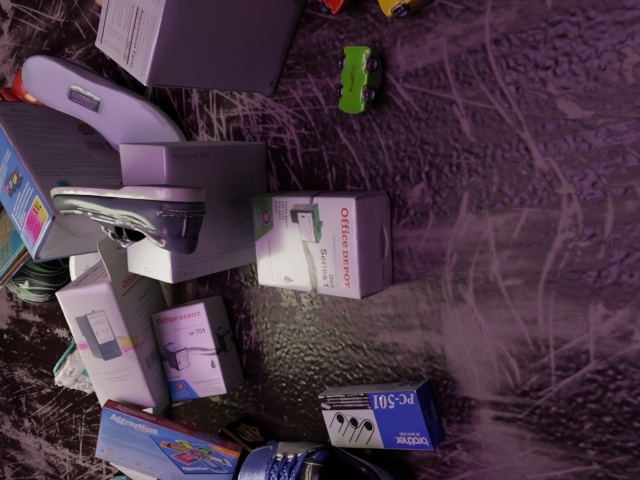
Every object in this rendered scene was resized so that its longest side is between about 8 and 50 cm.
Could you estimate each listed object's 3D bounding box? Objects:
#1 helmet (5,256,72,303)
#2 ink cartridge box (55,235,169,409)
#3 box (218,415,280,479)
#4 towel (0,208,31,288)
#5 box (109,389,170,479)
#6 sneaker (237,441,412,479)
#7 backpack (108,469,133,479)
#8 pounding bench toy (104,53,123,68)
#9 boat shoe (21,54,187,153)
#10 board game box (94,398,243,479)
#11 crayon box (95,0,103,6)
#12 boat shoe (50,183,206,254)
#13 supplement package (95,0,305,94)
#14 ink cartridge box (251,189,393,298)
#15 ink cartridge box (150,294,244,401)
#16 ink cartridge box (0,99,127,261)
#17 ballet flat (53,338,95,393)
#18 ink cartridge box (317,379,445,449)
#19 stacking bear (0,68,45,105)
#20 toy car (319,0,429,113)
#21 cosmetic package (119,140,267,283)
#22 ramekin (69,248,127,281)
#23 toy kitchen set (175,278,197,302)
[{"bbox_3d":[-0.792,0.095,1.495,0.169,0.162,0.169,9,105,38],"label":"helmet"},{"bbox_3d":[-0.415,0.153,1.117,0.119,0.207,0.353,-12,105,6],"label":"ink cartridge box"},{"bbox_3d":[-0.115,0.565,1.102,0.257,0.079,0.321,24,114,35],"label":"box"},{"bbox_3d":[-0.852,0.001,1.459,0.271,0.040,0.370,-49,40,2],"label":"towel"},{"bbox_3d":[-0.476,0.470,1.390,0.232,0.058,0.321,10,107,37],"label":"box"},{"bbox_3d":[-0.013,0.386,0.882,0.316,0.182,0.127,-2,57,28],"label":"sneaker"},{"bbox_3d":[-0.545,0.771,1.313,0.273,0.356,0.290,-24,83,39],"label":"backpack"},{"bbox_3d":[-0.433,-0.423,1.166,0.065,0.052,0.083,-47,70,35],"label":"pounding bench toy"},{"bbox_3d":[-0.430,-0.280,1.148,0.367,0.156,0.135,27,114,0],"label":"boat shoe"},{"bbox_3d":[-0.305,0.420,1.067,0.281,0.027,0.145,19,116,1],"label":"board game box"},{"bbox_3d":[-0.315,-0.567,1.021,0.203,0.083,0.322,42,123,25],"label":"crayon box"},{"bbox_3d":[-0.300,-0.035,0.806,0.320,0.116,0.099,4,98,33],"label":"boat shoe"},{"bbox_3d":[-0.177,-0.357,0.835,0.145,0.262,0.204,39,121,26],"label":"supplement package"},{"bbox_3d":[0.000,0.000,0.877,0.219,0.093,0.160,3,102,39],"label":"ink cartridge box"},{"bbox_3d":[-0.257,0.225,1.120,0.140,0.082,0.190,-15,91,20],"label":"ink cartridge box"},{"bbox_3d":[-0.571,-0.163,1.191,0.151,0.270,0.395,-47,70,30],"label":"ink cartridge box"},{"bbox_3d":[-0.546,0.275,1.297,0.409,0.147,0.146,-159,63,-72],"label":"ballet flat"},{"bbox_3d":[0.095,0.291,0.891,0.207,0.046,0.097,-16,90,40],"label":"ink cartridge box"},{"bbox_3d":[-0.785,-0.320,1.379,0.164,0.175,0.289,42,95,-3],"label":"stacking bear"},{"bbox_3d":[0.066,-0.301,0.786,0.239,0.053,0.224,18,111,36],"label":"toy car"},{"bbox_3d":[-0.216,-0.063,0.953,0.138,0.224,0.224,8,105,38],"label":"cosmetic package"},{"bbox_3d":[-0.520,0.074,1.305,0.207,0.109,0.207,9,105,37],"label":"ramekin"},{"bbox_3d":[-0.320,0.098,1.169,0.068,0.075,0.083,15,109,37],"label":"toy kitchen set"}]
